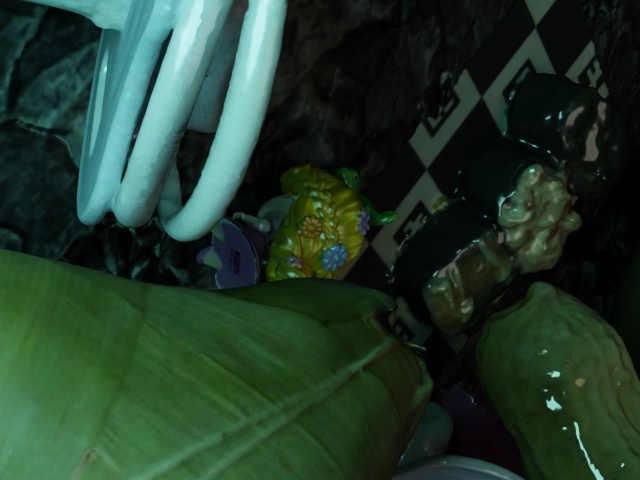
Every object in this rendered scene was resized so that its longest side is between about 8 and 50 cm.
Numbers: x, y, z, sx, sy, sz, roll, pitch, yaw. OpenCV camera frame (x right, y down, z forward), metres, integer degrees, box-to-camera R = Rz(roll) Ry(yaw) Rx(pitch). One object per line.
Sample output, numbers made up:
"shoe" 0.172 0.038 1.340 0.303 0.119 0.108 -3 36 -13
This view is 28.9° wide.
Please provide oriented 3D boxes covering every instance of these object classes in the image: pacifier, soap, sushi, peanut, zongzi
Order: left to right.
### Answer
"pacifier" -0.135 -0.140 0.638 0.233 0.244 0.299 14 136 -13
"zongzi" -0.086 0.044 0.720 0.418 0.181 0.447 56 34 -14
"pacifier" 0.069 0.233 1.137 0.227 0.279 0.207 69 19 -47
"sushi" 0.190 -0.027 1.151 0.373 0.100 0.296 -51 142 -12
"soap" 0.237 0.227 1.319 0.250 0.162 0.099 11 105 -50
"peanut" 0.239 0.184 1.115 0.159 0.291 0.143 -43 161 29

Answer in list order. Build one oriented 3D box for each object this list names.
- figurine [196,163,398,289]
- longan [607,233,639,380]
"figurine" 0.000 0.000 0.947 0.156 0.115 0.095 -20 138 -42
"longan" 0.517 0.111 1.382 0.404 0.404 0.436 -26 138 -36
